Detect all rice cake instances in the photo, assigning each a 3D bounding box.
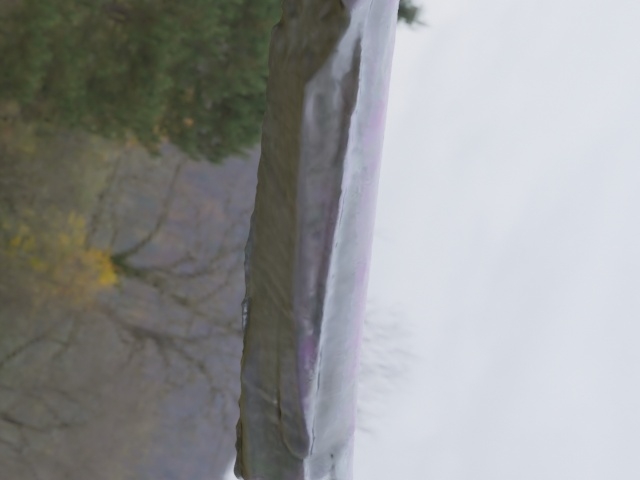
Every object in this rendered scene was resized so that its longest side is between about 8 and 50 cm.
[{"bbox_3d":[-0.001,0.000,0.573,0.049,0.055,0.270,-20,123,-44],"label":"rice cake"}]
